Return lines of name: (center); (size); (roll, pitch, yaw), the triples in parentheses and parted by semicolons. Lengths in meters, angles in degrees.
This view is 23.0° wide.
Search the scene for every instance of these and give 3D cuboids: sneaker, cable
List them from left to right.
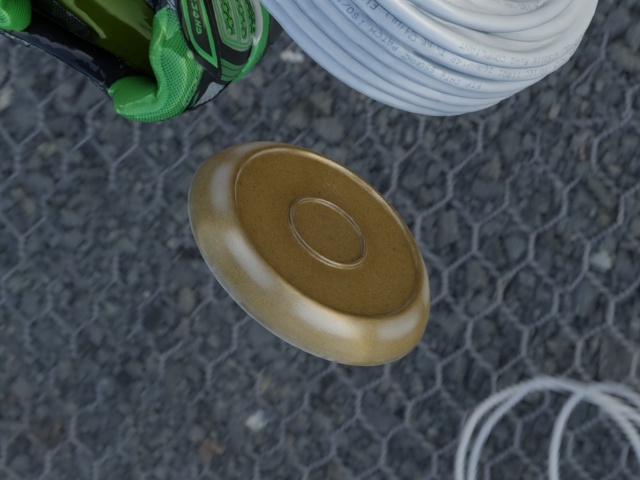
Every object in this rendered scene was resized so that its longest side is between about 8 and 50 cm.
sneaker: (-0.170, -0.203, 0.863); (0.343, 0.146, 0.134); (38, 123, -5)
cable: (0.042, -0.190, 0.799); (0.257, 0.257, 0.089); (37, 136, -27)

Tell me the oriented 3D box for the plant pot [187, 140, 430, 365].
plant pot: (0.000, 0.000, 1.316); (0.236, 0.236, 0.032); (38, 125, -1)
